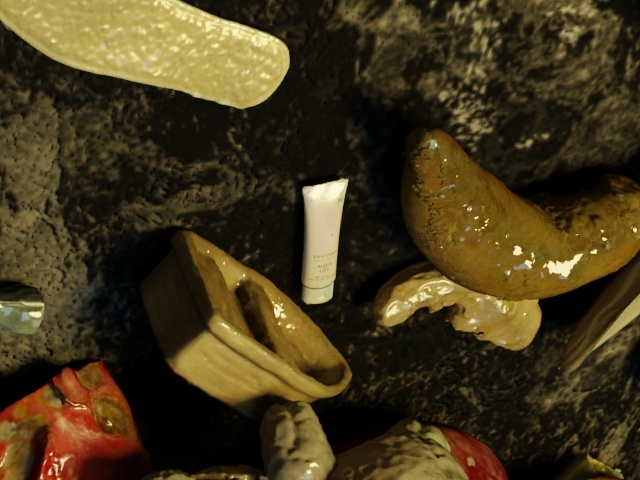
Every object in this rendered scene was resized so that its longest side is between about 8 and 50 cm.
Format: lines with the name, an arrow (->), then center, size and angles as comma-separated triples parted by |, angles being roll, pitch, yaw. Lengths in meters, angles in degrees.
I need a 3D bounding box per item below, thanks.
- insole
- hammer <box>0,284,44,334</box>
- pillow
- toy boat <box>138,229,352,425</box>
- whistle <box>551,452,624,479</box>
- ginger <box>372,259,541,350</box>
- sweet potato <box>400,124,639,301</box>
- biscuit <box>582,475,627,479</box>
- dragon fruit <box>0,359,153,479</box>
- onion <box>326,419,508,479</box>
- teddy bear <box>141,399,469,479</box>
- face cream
insole -> -0.120, -0.139, 1.342 | 0.248, 0.011, 0.081 | 16, 118, -39
hammer -> -0.305, 0.118, 1.444 | 0.158, 0.041, 0.226 | 4, 126, -32
pillow -> 0.276, 0.019, 1.639 | 0.233, 0.038, 0.131 | -50, 180, 32
toy boat -> -0.053, 0.077, 1.502 | 0.061, 0.116, 0.188 | -41, 134, 15
whistle -> 0.160, 0.322, 1.883 | 0.326, 0.057, 0.068 | -47, 136, 14
ginger -> 0.118, 0.048, 1.625 | 0.173, 0.051, 0.069 | 15, 114, -33
sweet potato -> 0.152, -0.012, 1.554 | 0.310, 0.098, 0.124 | 14, 112, -40
biscuit -> 0.244, 0.279, 1.829 | 0.144, 0.033, 0.224 | -38, 143, 3
dragon fruit -> -0.245, 0.233, 1.478 | 0.211, 0.134, 0.262 | -3, 134, -55
onion -> 0.051, 0.264, 1.668 | 0.246, 0.190, 0.246 | -12, 110, -35
teddy bear -> -0.011, 0.233, 1.475 | 0.267, 0.151, 0.236 | -12, 108, 3
face cream -> 0.000, 0.000, 1.530 | 0.038, 0.020, 0.115 | -12, 130, -20
